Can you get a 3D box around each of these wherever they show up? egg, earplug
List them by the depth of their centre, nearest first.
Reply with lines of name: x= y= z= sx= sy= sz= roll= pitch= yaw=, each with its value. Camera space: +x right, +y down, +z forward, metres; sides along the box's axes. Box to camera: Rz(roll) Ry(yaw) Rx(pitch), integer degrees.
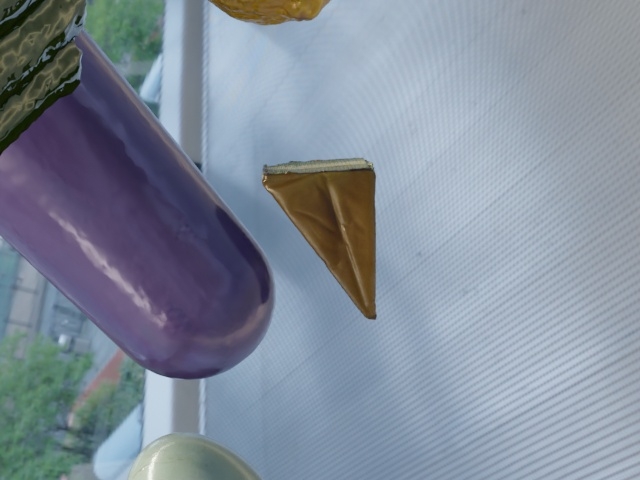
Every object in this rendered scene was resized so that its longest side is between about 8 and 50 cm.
earplug: x=-0.228 y=-0.050 z=0.783 sx=0.215 sy=0.456 sz=0.215 roll=-41 pitch=4 yaw=4
egg: x=-0.142 y=0.346 z=0.964 sx=0.183 sy=0.264 sz=0.183 roll=-17 pitch=27 yaw=9

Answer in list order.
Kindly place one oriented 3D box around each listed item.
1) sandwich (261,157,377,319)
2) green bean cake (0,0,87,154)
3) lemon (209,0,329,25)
sandwich: x=0.000 y=0.000 z=0.826 sx=0.079 sy=0.114 sz=0.163 roll=-93 pitch=1 yaw=-76
green bean cake: x=-0.289 y=-0.180 z=0.396 sx=0.218 sy=0.335 sz=0.319 roll=-55 pitch=-4 yaw=-34
lemon: x=-0.046 y=-0.237 z=0.564 sx=0.142 sy=0.142 sz=0.187 roll=-37 pitch=83 yaw=49
